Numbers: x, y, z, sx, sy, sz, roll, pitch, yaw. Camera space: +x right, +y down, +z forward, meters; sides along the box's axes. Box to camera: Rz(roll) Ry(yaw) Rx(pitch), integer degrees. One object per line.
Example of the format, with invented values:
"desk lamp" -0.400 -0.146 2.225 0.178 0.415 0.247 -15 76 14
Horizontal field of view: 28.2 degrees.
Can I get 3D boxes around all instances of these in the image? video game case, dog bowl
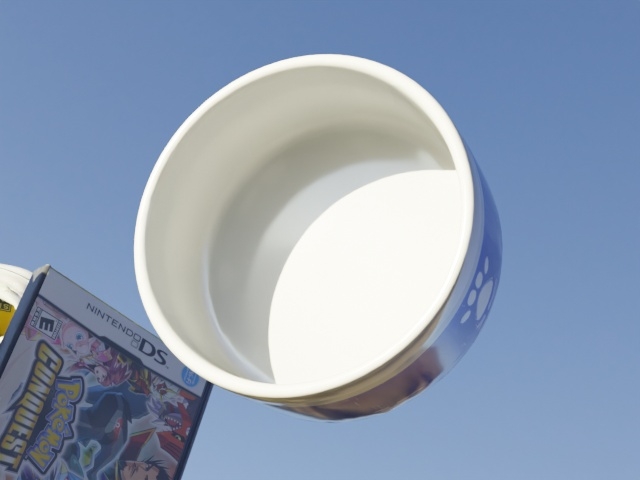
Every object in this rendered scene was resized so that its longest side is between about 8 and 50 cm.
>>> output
"video game case" -0.250 0.202 1.362 0.248 0.275 0.035 38 -38 -28
"dog bowl" 0.000 0.000 0.961 0.264 0.265 0.104 8 -15 24

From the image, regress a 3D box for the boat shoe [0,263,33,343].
"boat shoe" -0.536 0.079 1.600 0.367 0.136 0.156 10 9 1
